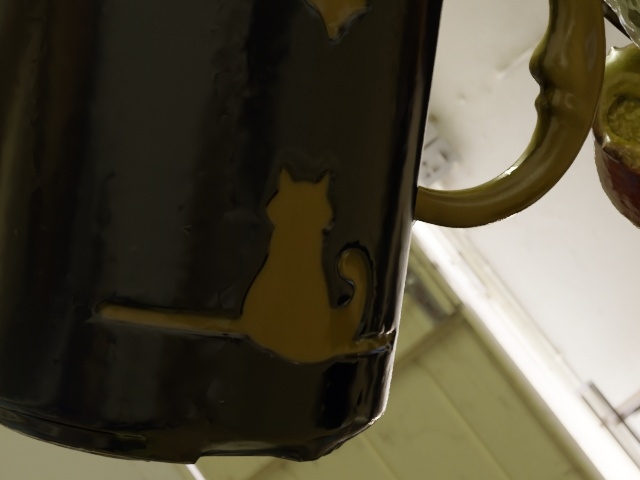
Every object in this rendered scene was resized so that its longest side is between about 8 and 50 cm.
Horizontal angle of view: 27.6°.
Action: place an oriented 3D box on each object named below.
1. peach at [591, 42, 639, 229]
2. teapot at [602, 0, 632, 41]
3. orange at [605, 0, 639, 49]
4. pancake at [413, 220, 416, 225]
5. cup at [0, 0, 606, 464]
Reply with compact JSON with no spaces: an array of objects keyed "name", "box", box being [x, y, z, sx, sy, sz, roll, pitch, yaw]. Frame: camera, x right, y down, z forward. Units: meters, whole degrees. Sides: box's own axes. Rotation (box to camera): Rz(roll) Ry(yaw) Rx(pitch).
[{"name":"peach","box":[0.433,-0.111,1.332,0.281,0.338,0.281,-161,90,-75]},{"name":"teapot","box":[0.326,-0.239,1.298,0.078,0.129,0.098,-51,-28,18]},{"name":"orange","box":[0.290,-0.224,0.802,0.249,0.329,0.329,-36,-10,-3]},{"name":"pancake","box":[0.000,0.001,0.881,0.151,0.025,0.152,-21,-25,-10]},{"name":"cup","box":[-0.001,-0.056,0.480,0.255,0.256,0.178,6,5,-4]}]
